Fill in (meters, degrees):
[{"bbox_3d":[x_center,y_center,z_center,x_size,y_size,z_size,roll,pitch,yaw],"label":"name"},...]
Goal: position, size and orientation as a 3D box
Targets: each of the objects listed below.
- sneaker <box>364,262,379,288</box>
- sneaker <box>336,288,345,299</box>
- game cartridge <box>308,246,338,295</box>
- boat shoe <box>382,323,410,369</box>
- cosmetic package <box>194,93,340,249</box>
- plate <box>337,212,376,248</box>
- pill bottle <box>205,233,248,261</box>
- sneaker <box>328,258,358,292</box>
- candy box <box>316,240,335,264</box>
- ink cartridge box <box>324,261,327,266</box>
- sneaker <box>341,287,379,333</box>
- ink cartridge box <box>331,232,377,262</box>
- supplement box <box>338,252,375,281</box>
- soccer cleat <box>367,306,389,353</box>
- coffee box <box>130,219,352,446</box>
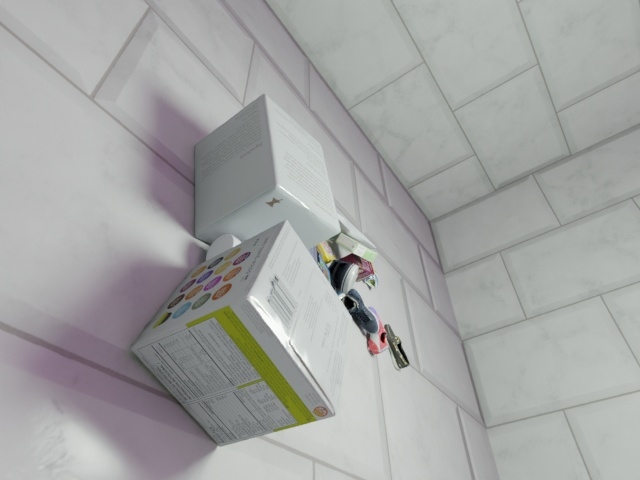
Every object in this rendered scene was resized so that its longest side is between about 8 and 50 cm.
[{"bbox_3d":[0.238,0.158,2.247,0.211,0.080,0.081,50,24,-24],"label":"sneaker"},{"bbox_3d":[0.042,0.233,1.830,0.073,0.063,0.162,47,19,10],"label":"sneaker"},{"bbox_3d":[0.001,0.173,1.570,0.355,0.068,0.230,63,20,-45],"label":"game cartridge"},{"bbox_3d":[0.370,0.512,2.168,0.081,0.068,0.228,13,55,-60],"label":"boat shoe"},{"bbox_3d":[-0.181,-0.176,1.445,0.329,0.327,0.394,34,36,-47],"label":"cosmetic package"},{"bbox_3d":[0.121,-0.066,2.175,0.278,0.045,0.277,46,11,36],"label":"plate"},{"bbox_3d":[-0.208,0.094,1.334,0.272,0.152,0.152,39,34,-41],"label":"pill bottle"},{"bbox_3d":[0.082,0.144,1.823,0.127,0.126,0.321,26,-7,7],"label":"sneaker"},{"bbox_3d":[0.000,0.000,1.933,0.206,0.027,0.105,63,22,-1],"label":"candy box"},{"bbox_3d":[-0.006,0.120,1.858,0.063,0.029,0.115,56,25,-18],"label":"ink cartridge box"},{"bbox_3d":[0.168,0.321,1.921,0.226,0.086,0.163,57,14,6],"label":"sneaker"},{"bbox_3d":[0.127,0.010,2.031,0.235,0.056,0.171,35,7,42],"label":"ink cartridge box"},{"bbox_3d":[0.167,0.130,2.103,0.188,0.104,0.081,24,44,-55],"label":"supplement box"},{"bbox_3d":[0.260,0.404,2.026,0.083,0.095,0.248,46,30,-34],"label":"soccer cleat"},{"bbox_3d":[-0.162,0.220,1.075,0.338,0.334,0.338,57,24,-19],"label":"coffee box"}]
